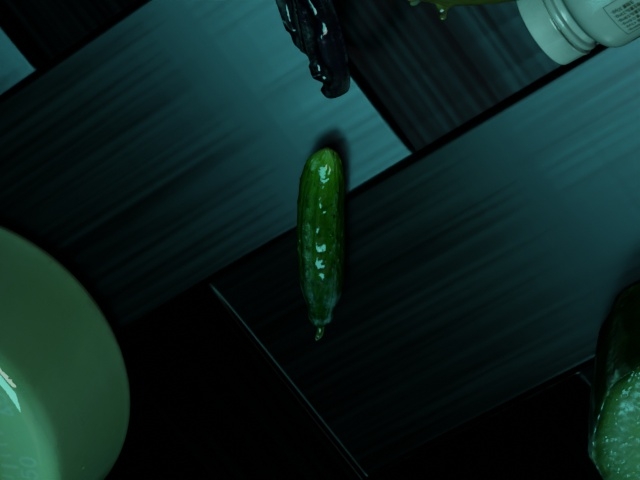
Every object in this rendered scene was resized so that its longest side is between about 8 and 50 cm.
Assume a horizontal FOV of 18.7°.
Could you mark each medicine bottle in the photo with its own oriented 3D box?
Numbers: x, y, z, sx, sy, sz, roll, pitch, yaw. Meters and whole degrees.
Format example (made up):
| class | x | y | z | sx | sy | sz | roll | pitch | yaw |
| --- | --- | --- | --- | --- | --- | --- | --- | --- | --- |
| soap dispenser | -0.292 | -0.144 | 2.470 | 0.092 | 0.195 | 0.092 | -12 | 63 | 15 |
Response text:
| class | x | y | z | sx | sy | sz | roll | pitch | yaw |
| --- | --- | --- | --- | --- | --- | --- | --- | --- | --- |
| medicine bottle | 0.197 | -0.171 | 1.228 | 0.140 | 0.079 | 0.079 | -31 | 106 | 28 |

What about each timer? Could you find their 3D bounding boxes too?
| class | x | y | z | sx | sy | sz | roll | pitch | yaw |
| --- | --- | --- | --- | --- | --- | --- | --- | --- | --- |
| timer | -0.322 | 0.172 | 1.427 | 0.291 | 0.315 | 0.290 | 7 | 120 | 12 |

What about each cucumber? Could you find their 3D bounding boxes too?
| class | x | y | z | sx | sy | sz | roll | pitch | yaw |
| --- | --- | --- | --- | --- | --- | --- | --- | --- | --- |
| cucumber | 0.000 | 0.000 | 1.403 | 0.037 | 0.037 | 0.155 | 7 | 118 | 12 |
| cucumber | 0.274 | 0.107 | 1.337 | 0.191 | 0.130 | 0.191 | 3 | 118 | 6 |

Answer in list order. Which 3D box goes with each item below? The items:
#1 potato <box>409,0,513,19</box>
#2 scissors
| class | x | y | z | sx | sy | sz | roll | pitch | yaw |
| --- | --- | --- | --- | --- | --- | --- | --- | --- | --- |
| potato | 0.121 | -0.276 | 1.101 | 0.359 | 0.219 | 0.269 | -27 | 105 | 45 |
| scissors | -0.018 | -0.200 | 1.204 | 0.022 | 0.109 | 0.300 | -24 | 149 | -8 |
